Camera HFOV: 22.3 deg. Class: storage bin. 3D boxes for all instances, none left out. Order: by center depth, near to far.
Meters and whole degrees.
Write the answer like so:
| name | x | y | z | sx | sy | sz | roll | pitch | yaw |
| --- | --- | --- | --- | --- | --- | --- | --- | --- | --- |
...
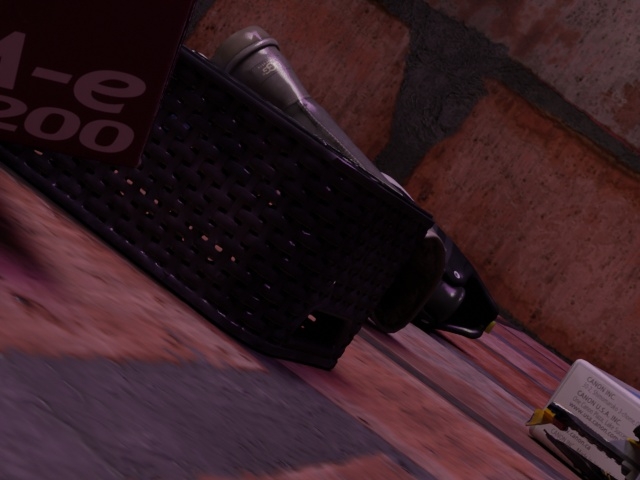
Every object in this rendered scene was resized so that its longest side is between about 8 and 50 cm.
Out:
| name | x | y | z | sx | sy | sz | roll | pitch | yaw |
| --- | --- | --- | --- | --- | --- | --- | --- | --- | --- |
| storage bin | -0.053 | -0.031 | 0.710 | 0.180 | 0.084 | 0.122 | 37 | 4 | 20 |

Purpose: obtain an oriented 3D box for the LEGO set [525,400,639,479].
| name | x | y | z | sx | sy | sz | roll | pitch | yaw |
| --- | --- | --- | --- | --- | --- | --- | --- | --- | --- |
| LEGO set | 0.239 | 0.122 | 0.700 | 0.255 | 0.192 | 0.331 | 37 | -14 | 1 |

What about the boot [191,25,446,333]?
| name | x | y | z | sx | sy | sz | roll | pitch | yaw |
| --- | --- | --- | --- | --- | --- | --- | --- | --- | --- |
| boot | -0.001 | -0.023 | 1.098 | 0.208 | 0.076 | 0.189 | 46 | -20 | 20 |

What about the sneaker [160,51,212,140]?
| name | x | y | z | sx | sy | sz | roll | pitch | yaw |
| --- | --- | --- | --- | --- | --- | --- | --- | --- | --- |
| sneaker | -0.149 | -0.118 | 1.011 | 0.080 | 0.081 | 0.211 | 39 | 6 | 41 |

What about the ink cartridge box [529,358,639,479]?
| name | x | y | z | sx | sy | sz | roll | pitch | yaw |
| --- | --- | --- | --- | --- | --- | --- | --- | --- | --- |
| ink cartridge box | 0.305 | 0.206 | 1.017 | 0.261 | 0.066 | 0.296 | 30 | 6 | -44 |

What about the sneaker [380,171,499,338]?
| name | x | y | z | sx | sy | sz | roll | pitch | yaw |
| --- | --- | --- | --- | --- | --- | --- | --- | --- | --- |
| sneaker | 0.077 | 0.016 | 1.290 | 0.097 | 0.084 | 0.235 | 39 | 5 | 38 |

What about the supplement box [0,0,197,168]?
| name | x | y | z | sx | sy | sz | roll | pitch | yaw |
| --- | --- | --- | --- | --- | --- | --- | --- | --- | --- |
| supplement box | -0.128 | -0.118 | 0.575 | 0.130 | 0.073 | 0.239 | 12 | 24 | -19 |
